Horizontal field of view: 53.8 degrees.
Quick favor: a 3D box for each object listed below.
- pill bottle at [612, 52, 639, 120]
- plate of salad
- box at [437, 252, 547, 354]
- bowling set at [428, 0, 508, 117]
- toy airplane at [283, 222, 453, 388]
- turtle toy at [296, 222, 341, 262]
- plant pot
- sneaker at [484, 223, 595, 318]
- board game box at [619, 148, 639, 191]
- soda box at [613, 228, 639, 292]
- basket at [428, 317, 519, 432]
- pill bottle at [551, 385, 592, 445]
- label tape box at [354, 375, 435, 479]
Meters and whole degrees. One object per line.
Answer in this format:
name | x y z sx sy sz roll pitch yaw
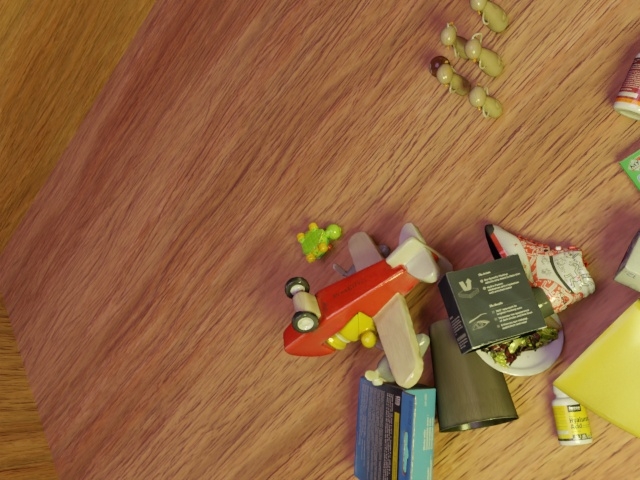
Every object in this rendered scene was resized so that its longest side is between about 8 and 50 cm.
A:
pill bottle | 0.652 -0.319 1.249 0.086 0.086 0.152 28 101 38
plate of salad | 0.410 0.184 1.318 0.200 0.048 0.200 0 62 1
box | 0.338 0.128 1.259 0.156 0.093 0.158 -14 73 -6
bowling set | 0.323 -0.421 1.487 0.200 0.154 0.287 -4 80 38
toy airplane | 0.137 0.146 1.468 0.384 0.272 0.386 5 51 42
turtle toy | 0.000 0.000 1.732 0.130 0.066 0.095 -40 60 26
plant pot | 0.583 0.240 1.145 0.187 0.212 0.212 46 111 23
sneaker | 0.467 0.040 1.346 0.145 0.090 0.270 -25 42 3
board game box | 0.758 -0.152 1.162 0.317 0.046 0.213 -38 60 28
soda box | 0.673 0.082 1.090 0.286 0.091 0.098 27 79 18
basket | 0.319 0.287 1.372 0.204 0.154 0.227 128 139 -60
pill bottle | 0.502 0.349 1.269 0.065 0.065 0.116 -18 72 35
label tape box | 0.179 0.436 1.381 0.334 0.106 0.240 162 112 -73
